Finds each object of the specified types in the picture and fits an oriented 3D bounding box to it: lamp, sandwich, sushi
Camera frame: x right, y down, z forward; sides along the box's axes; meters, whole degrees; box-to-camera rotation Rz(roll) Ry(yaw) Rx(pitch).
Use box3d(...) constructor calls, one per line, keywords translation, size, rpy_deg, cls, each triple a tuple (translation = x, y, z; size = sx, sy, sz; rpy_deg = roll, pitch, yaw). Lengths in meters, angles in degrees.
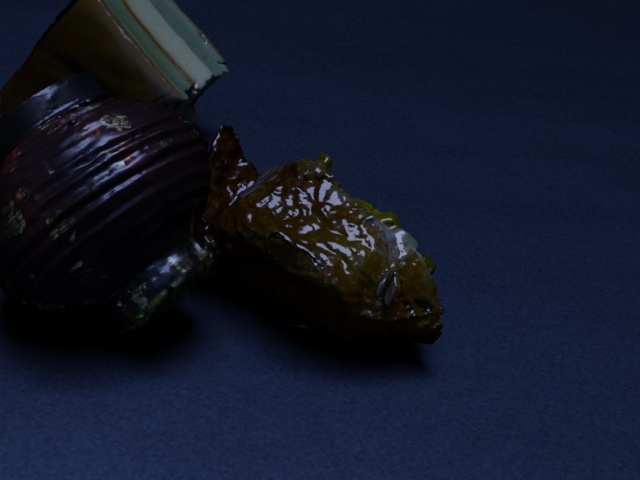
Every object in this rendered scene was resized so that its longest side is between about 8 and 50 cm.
box3d(translation=(-0.205, -0.028, 1.067), size=(0.246, 0.247, 0.247), rpy_deg=(7, 30, -4), cls="lamp")
box3d(translation=(-0.255, -0.186, 1.430), size=(0.198, 0.227, 0.155), rpy_deg=(49, 33, -4), cls="sandwich")
box3d(translation=(0.003, 0.003, 1.142), size=(0.296, 0.167, 0.179), rpy_deg=(22, 52, 35), cls="sushi")
